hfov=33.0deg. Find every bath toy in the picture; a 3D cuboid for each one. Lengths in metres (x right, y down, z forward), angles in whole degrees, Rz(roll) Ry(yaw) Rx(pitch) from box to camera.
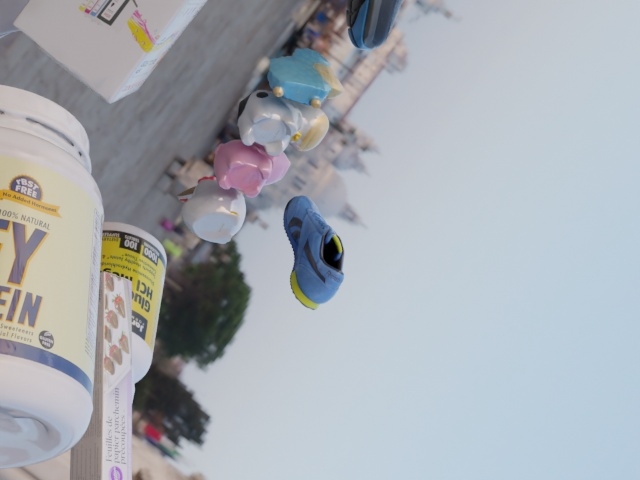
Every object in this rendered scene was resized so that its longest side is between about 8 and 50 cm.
[{"bbox_3d":[-0.101,-0.143,1.716,0.348,0.151,0.129,-51,-148,31],"label":"bath toy"}]

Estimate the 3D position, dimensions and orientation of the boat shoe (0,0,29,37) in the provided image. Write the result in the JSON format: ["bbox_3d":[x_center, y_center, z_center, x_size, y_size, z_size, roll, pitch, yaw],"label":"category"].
[{"bbox_3d":[-0.608,-0.408,1.979,0.268,0.096,0.088,-30,-156,13],"label":"boat shoe"}]

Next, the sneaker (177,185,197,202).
[{"bbox_3d":[-0.209,-0.064,1.941,0.042,0.067,0.118,-36,-159,-35],"label":"sneaker"}]

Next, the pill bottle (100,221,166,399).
[{"bbox_3d":[-0.386,0.146,1.936,0.188,0.188,0.333,-47,-149,43],"label":"pill bottle"}]

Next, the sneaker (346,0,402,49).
[{"bbox_3d":[0.142,-0.431,1.585,0.340,0.140,0.125,-70,-160,-1],"label":"sneaker"}]

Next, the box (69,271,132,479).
[{"bbox_3d":[-0.316,0.207,1.562,0.067,0.063,0.323,-18,-116,29],"label":"box"}]

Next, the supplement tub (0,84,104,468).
[{"bbox_3d":[-0.333,0.036,1.046,0.235,0.236,0.324,-46,-140,50],"label":"supplement tub"}]

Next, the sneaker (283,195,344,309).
[{"bbox_3d":[0.000,0.000,1.473,0.082,0.069,0.209,-43,-148,27],"label":"sneaker"}]

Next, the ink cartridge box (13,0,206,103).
[{"bbox_3d":[-0.267,-0.334,1.479,0.232,0.168,0.171,-49,-174,13],"label":"ink cartridge box"}]
